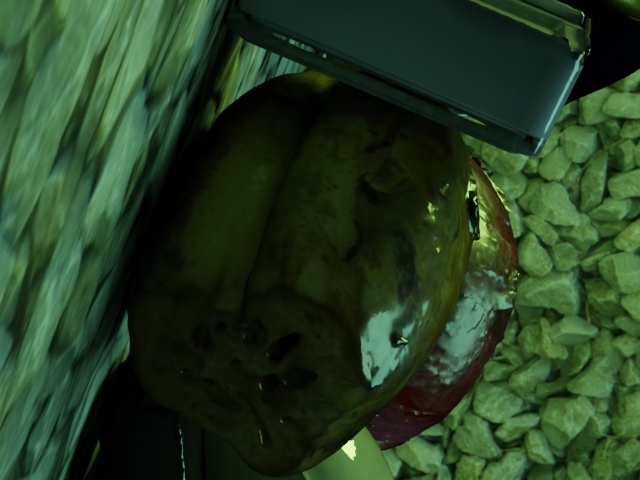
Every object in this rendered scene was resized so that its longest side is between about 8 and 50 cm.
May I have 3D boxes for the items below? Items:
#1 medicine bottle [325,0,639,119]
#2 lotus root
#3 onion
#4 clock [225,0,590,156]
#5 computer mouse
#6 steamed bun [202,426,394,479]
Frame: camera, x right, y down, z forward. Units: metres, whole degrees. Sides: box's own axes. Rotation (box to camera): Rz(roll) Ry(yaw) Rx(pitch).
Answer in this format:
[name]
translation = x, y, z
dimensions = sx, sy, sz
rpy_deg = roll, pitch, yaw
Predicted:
[medicine bottle]
translation = 0.157, -0.216, 1.594
dimensions = 0.395, 0.242, 0.242
rpy_deg = -28, -147, 53
[lotus root]
translation = 0.001, -0.008, 1.009
dimensions = 0.291, 0.193, 0.193
rpy_deg = -66, 177, -53
[onion]
translation = 0.035, 0.038, 1.351
dimensions = 0.276, 0.276, 0.276
rpy_deg = 21, 90, -88
[clock]
translation = 0.054, -0.128, 0.992
dimensions = 0.144, 0.193, 0.073
rpy_deg = -60, 173, -73
[computer mouse]
translation = -0.108, 0.179, 1.092
dimensions = 0.122, 0.073, 0.217
rpy_deg = -83, 171, -83
[steamed bun]
translation = -0.038, 0.194, 1.207
dimensions = 0.145, 0.232, 0.232
rpy_deg = -10, 126, -54
